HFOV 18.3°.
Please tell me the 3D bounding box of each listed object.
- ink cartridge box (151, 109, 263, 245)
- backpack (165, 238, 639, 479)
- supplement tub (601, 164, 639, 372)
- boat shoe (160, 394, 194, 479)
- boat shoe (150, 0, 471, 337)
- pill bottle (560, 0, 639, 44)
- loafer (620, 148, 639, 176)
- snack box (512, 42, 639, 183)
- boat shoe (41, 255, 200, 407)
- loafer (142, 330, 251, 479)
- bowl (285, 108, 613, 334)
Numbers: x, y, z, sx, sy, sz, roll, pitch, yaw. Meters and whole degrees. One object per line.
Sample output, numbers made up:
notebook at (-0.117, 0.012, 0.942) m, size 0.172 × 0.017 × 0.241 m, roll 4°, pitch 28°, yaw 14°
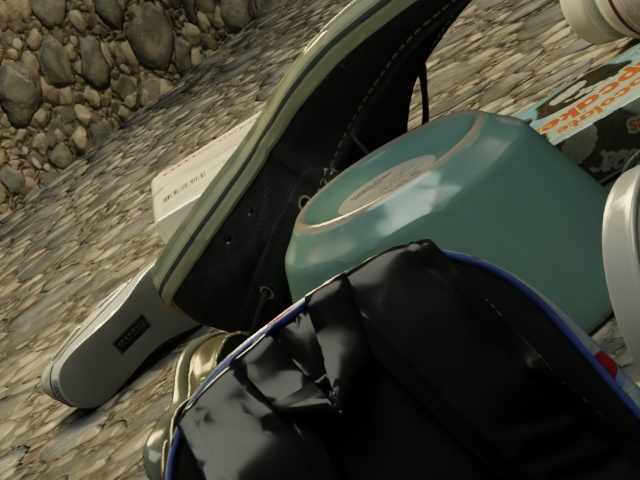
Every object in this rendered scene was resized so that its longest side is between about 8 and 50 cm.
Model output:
ink cartridge box at (-0.089, -0.052, 2.347) m, size 0.198 × 0.115 × 0.273 m, roll -31°, pitch 13°, yaw 2°
backpack at (0.061, 0.141, 0.968) m, size 0.276 × 0.263 × 0.213 m, roll -34°, pitch -3°, yaw -7°
supplement tub at (0.311, -0.006, 1.081) m, size 0.272 × 0.191 × 0.191 m, roll -23°, pitch 16°, yaw 35°
boat shoe at (-0.054, 0.186, 1.356) m, size 0.132 × 0.130 × 0.355 m, roll -34°, pitch 13°, yaw -8°
boat shoe at (0.021, -0.080, 1.795) m, size 0.500 × 0.156 × 0.187 m, roll -53°, pitch -7°, yaw 35°
pill bottle at (0.369, -0.285, 2.135) m, size 0.221 × 0.121 × 0.121 m, roll -16°, pitch 21°, yaw 51°
loafer at (0.357, -0.069, 1.484) m, size 0.267 × 0.096 × 0.084 m, roll -20°, pitch -3°, yaw 20°
snack box at (0.268, -0.115, 1.875) m, size 0.322 × 0.060 × 0.187 m, roll -30°, pitch 13°, yaw 9°
boat shoe at (-0.201, 0.082, 2.162) m, size 0.258 × 0.095 × 0.084 m, roll -37°, pitch 18°, yaw -25°
loafer at (-0.076, 0.149, 1.673) m, size 0.087 × 0.094 × 0.251 m, roll -16°, pitch 22°, yaw 15°
bowl at (0.096, 0.007, 1.602) m, size 0.311 × 0.163 × 0.311 m, roll -29°, pitch 13°, yaw 8°
